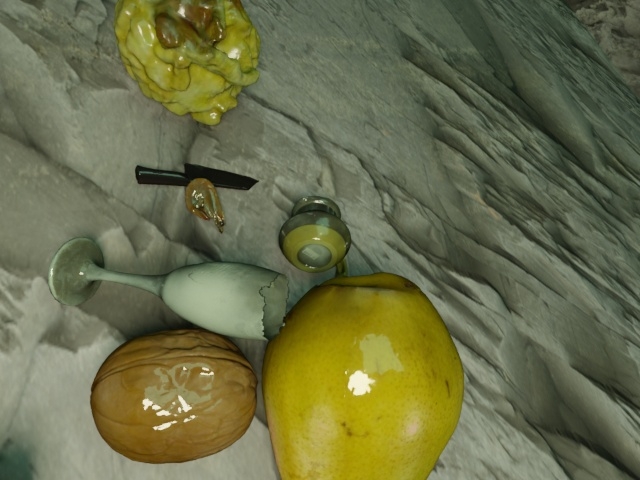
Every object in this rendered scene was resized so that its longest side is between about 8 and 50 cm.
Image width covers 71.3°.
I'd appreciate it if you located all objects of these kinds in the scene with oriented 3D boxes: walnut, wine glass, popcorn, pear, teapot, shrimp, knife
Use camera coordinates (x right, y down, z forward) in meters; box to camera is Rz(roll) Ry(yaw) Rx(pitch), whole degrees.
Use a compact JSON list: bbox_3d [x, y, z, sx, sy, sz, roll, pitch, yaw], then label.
[{"bbox_3d":[-0.181,0.195,0.575,0.207,0.167,0.167,3,61,-24],"label":"walnut"},{"bbox_3d":[-0.176,0.000,0.641,0.309,0.096,0.264,7,50,16],"label":"wine glass"},{"bbox_3d":[-0.234,-0.368,0.837,0.292,0.237,0.293,10,59,-17],"label":"popcorn"},{"bbox_3d":[0.063,0.213,0.619,0.284,0.285,0.336,-9,72,-31],"label":"pear"},{"bbox_3d":[0.000,0.000,0.821,0.166,0.130,0.119,50,27,-34],"label":"teapot"},{"bbox_3d":[-0.207,-0.059,0.798,0.059,0.023,0.108,-19,86,-8],"label":"shrimp"},{"bbox_3d":[-0.222,-0.121,0.832,0.230,0.028,0.060,3,48,-28],"label":"knife"}]
